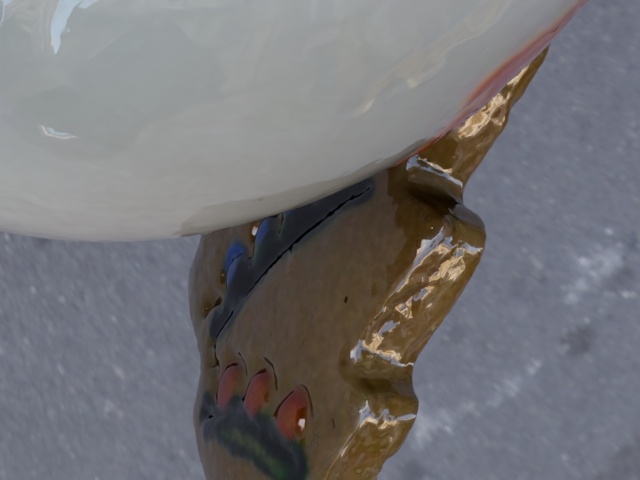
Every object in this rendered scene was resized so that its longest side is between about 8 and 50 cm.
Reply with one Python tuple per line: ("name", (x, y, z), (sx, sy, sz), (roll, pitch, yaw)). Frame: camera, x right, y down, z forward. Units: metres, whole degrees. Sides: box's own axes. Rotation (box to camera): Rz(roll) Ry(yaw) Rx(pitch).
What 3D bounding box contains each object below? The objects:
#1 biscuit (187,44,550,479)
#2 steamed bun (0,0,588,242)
("biscuit", (-0.001, 0.000, 0.728), (0.043, 0.278, 0.302), (15, 73, -26))
("steamed bun", (-0.015, -0.162, 0.548), (0.241, 0.374, 0.374), (30, 96, -23))
